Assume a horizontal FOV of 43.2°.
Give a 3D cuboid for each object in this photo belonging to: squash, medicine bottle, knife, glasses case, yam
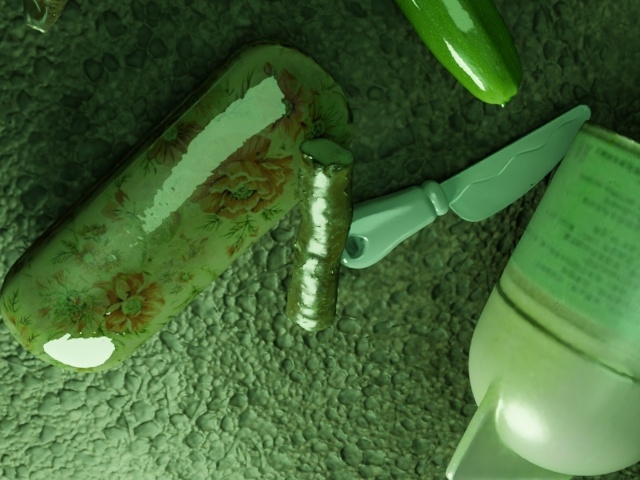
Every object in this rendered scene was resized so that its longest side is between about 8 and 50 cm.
[{"bbox_3d":[0.108,-0.256,0.793,0.082,0.082,0.292,-37,114,6],"label":"squash"},{"bbox_3d":[0.299,0.098,0.878,0.236,0.236,0.406,19,106,-15],"label":"medicine bottle"},{"bbox_3d":[0.163,-0.054,0.909,0.331,0.044,0.080,-24,111,-2],"label":"knife"},{"bbox_3d":[-0.149,-0.029,0.833,0.425,0.098,0.156,-42,118,8],"label":"glasses case"},{"bbox_3d":[0.000,0.000,0.840,0.061,0.061,0.253,-2,137,-8],"label":"yam"}]

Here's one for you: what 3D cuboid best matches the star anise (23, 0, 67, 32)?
[{"bbox_3d":[-0.215,-0.343,0.649,0.292,0.109,0.349,-42,82,30],"label":"star anise"}]
